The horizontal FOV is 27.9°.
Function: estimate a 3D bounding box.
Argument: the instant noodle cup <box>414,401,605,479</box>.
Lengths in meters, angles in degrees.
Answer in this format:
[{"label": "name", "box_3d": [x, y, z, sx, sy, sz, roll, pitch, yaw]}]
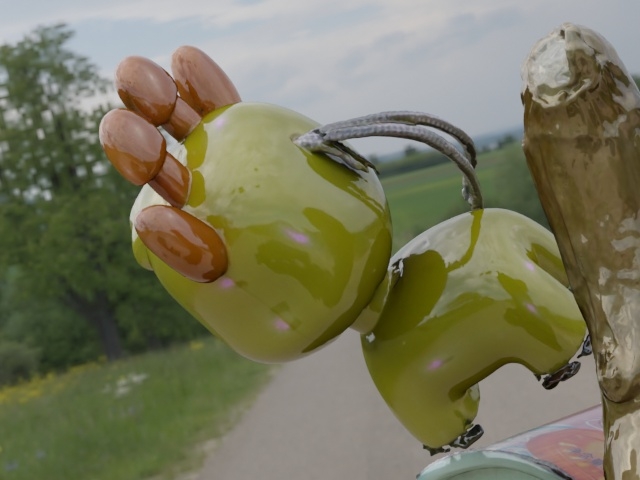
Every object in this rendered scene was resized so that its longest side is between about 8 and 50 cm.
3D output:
[{"label": "instant noodle cup", "box_3d": [0.170, 0.199, 0.729, 0.231, 0.243, 0.243, -2, -8, -45]}]

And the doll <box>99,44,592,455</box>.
[{"label": "doll", "box_3d": [0.000, 0.000, 0.551, 0.135, 0.221, 0.143, -42, 24, 30]}]

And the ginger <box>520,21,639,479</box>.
[{"label": "ginger", "box_3d": [0.120, 0.067, 0.436, 0.131, 0.295, 0.086, -7, -15, -45]}]
